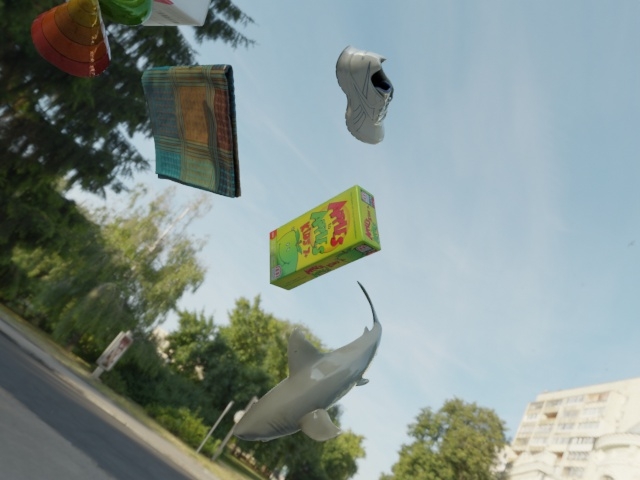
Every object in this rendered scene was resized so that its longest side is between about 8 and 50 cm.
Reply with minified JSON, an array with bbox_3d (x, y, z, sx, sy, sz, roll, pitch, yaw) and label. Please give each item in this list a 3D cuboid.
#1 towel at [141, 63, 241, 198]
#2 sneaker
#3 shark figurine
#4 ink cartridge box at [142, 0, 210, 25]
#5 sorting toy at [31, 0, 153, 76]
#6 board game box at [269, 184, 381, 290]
[{"bbox_3d":[-0.297,-0.250,1.062,0.370,0.040,0.272,19,-62,45],"label":"towel"},{"bbox_3d":[0.132,-0.366,1.257,0.129,0.111,0.297,21,-26,32],"label":"sneaker"},{"bbox_3d":[0.009,0.148,0.617,0.116,0.278,0.166,59,-30,-8],"label":"shark figurine"},{"bbox_3d":[-0.444,-0.648,1.201,0.283,0.117,0.207,20,3,37],"label":"ink cartridge box"},{"bbox_3d":[-0.342,-0.443,0.807,0.127,0.366,0.126,35,-34,-26],"label":"sorting toy"},{"bbox_3d":[0.000,0.000,0.704,0.181,0.092,0.043,-27,-37,34],"label":"board game box"}]
